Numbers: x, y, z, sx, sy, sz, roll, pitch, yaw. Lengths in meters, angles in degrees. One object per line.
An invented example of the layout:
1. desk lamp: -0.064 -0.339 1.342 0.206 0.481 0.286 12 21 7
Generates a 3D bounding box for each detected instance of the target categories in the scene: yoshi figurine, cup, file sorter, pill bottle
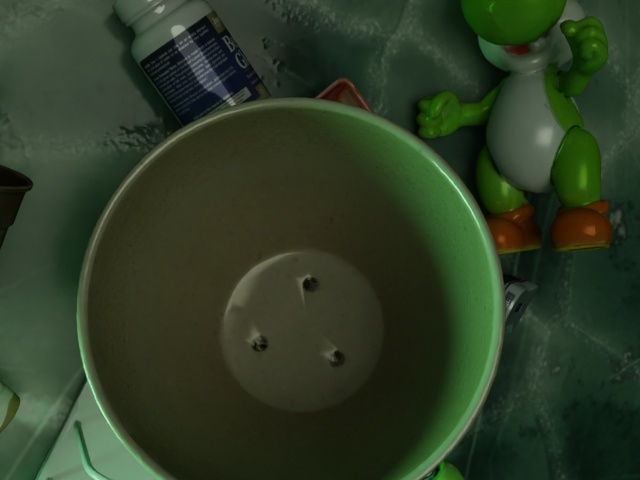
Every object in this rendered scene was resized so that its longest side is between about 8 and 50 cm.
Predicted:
1. yoshi figurine: 0.216 -0.165 0.939 0.203 0.203 0.362 -3 87 -9
2. cup: -0.022 0.068 0.781 0.331 0.237 0.331 0 79 1
3. file sorter: -0.183 0.287 0.854 0.193 0.173 0.278 27 86 -20
4. pill bottle: -0.129 -0.180 0.868 0.094 0.094 0.169 -38 106 -12

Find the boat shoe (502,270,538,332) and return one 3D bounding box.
1. boat shoe: 0.194 0.057 0.991 0.083 0.183 0.065 31 93 19

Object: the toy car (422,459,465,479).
1. toy car: 0.089 0.350 1.016 0.225 0.053 0.239 -41 107 -11

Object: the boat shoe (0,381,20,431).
1. boat shoe: -0.418 0.215 0.809 0.277 0.098 0.096 -44 107 -20

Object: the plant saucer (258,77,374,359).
1. plant saucer: 0.000 0.000 0.956 0.259 0.048 0.258 -41 106 -11

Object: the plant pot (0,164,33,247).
1. plant pot: -0.361 0.005 0.779 0.167 0.167 0.165 14 98 -20
